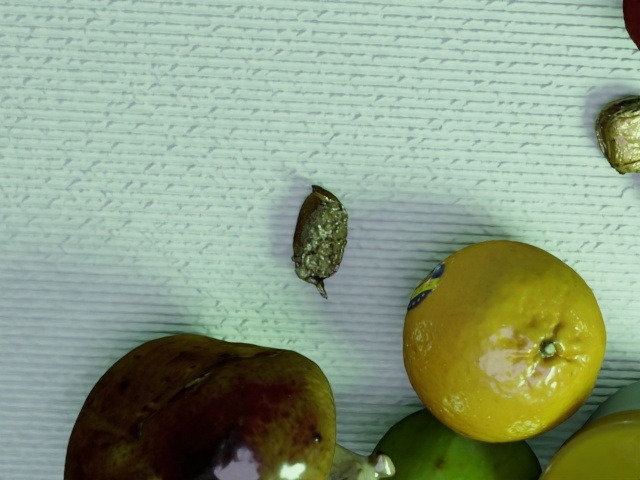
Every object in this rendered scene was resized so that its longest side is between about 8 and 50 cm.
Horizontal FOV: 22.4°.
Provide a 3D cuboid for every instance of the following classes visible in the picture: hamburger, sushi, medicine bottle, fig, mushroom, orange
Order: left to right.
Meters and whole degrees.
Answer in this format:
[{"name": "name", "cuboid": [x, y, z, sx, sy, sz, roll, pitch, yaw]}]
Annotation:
[{"name": "mushroom", "cuboid": [-0.107, 0.256, 1.701, 0.260, 0.345, 0.345, 28, 106, -37]}, {"name": "sushi", "cuboid": [0.000, 0.000, 1.757, 0.052, 0.055, 0.120, 10, 109, -13]}, {"name": "fig", "cuboid": [0.137, 0.294, 1.776, 0.203, 0.225, 0.203, 5, 104, 20]}, {"name": "orange", "cuboid": [0.197, 0.106, 1.720, 0.219, 0.219, 0.193, 42, 143, -14]}, {"name": "hamburger", "cuboid": [0.336, -0.113, 1.740, 0.076, 0.044, 0.083, -13, 111, 0]}, {"name": "medicine bottle", "cuboid": [0.366, 0.285, 1.740, 0.238, 0.232, 0.237, 3, 99, 22]}]

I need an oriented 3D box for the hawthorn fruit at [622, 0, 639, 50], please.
[{"name": "hawthorn fruit", "cuboid": [0.392, -0.235, 1.604, 0.266, 0.210, 0.230, -40, 126, -27]}]
